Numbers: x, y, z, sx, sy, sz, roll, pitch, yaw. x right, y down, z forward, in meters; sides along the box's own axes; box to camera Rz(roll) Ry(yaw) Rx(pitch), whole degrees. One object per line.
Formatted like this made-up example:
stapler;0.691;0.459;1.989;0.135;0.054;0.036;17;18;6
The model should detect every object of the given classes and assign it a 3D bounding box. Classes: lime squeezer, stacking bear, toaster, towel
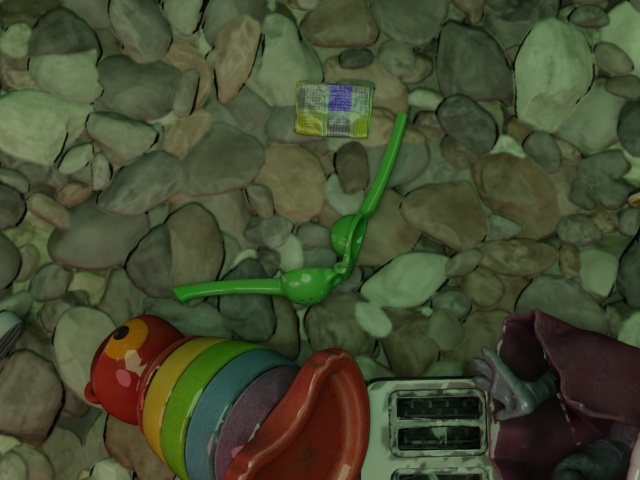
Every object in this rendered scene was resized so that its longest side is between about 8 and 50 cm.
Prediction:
lime squeezer;0.000;0.000;1.312;0.310;0.059;0.110;-39;53;0
stacking bear;-0.110;0.158;1.211;0.289;0.164;0.175;21;63;36
toaster;0.113;0.215;1.245;0.186;0.110;0.168;-1;83;3
towel;0.013;-0.140;1.338;0.083;0.009;0.060;6;83;4

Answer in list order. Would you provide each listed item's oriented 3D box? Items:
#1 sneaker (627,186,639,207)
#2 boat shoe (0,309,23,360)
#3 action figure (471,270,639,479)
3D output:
sneaker;0.354;-0.064;1.306;0.083;0.032;0.037;-26;69;-5
boat shoe;-0.410;0.144;1.292;0.076;0.083;0.226;43;88;5
action figure;0.332;0.155;1.159;0.370;0.276;0.248;2;93;-29
